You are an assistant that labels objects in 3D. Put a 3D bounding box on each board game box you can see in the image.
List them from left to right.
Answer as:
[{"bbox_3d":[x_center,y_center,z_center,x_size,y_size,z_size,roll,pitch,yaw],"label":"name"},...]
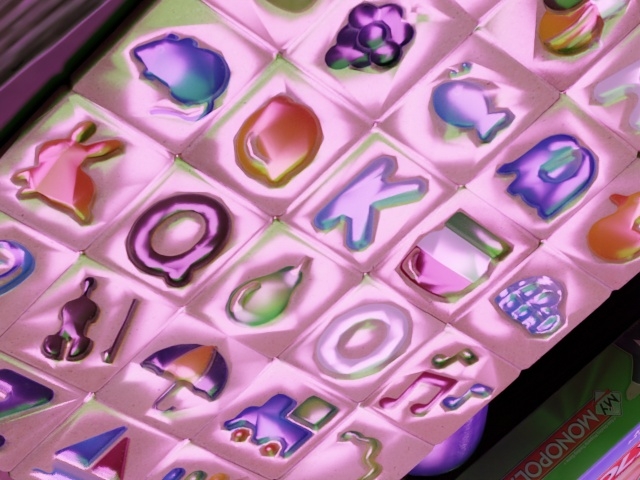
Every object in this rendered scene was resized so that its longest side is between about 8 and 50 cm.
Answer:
[{"bbox_3d":[0.105,0.160,0.996,0.317,0.046,0.213,-37,159,-23],"label":"board game box"}]

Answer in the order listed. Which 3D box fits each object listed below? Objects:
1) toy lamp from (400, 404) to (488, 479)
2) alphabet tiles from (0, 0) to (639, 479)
[{"bbox_3d":[0.026,0.136,0.965,0.080,0.080,0.274,-12,142,-28],"label":"toy lamp"},{"bbox_3d":[0.000,0.000,0.761,0.342,0.011,0.285,-43,131,18],"label":"alphabet tiles"}]
